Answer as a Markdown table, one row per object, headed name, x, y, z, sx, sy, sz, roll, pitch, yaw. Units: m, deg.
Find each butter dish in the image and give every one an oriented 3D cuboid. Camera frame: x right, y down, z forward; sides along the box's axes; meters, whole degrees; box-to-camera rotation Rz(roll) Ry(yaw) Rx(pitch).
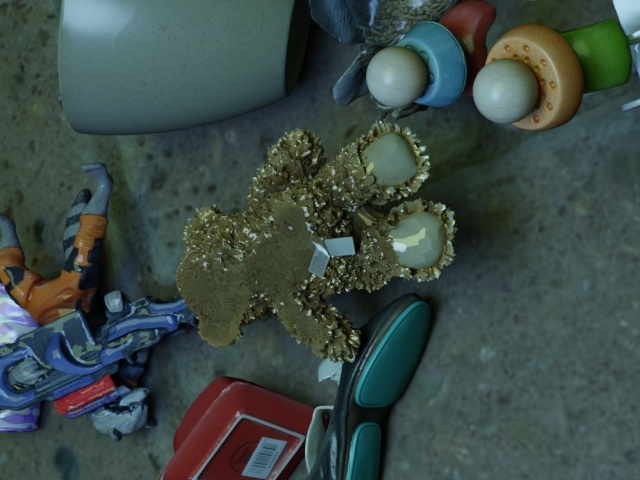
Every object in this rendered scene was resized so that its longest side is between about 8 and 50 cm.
| name | x | y | z | sx | sy | sz | roll | pitch | yaw |
| --- | --- | --- | --- | --- | --- | --- | --- | --- | --- |
| butter dish | -0.102 | 0.216 | 1.871 | 0.160 | 0.160 | 0.118 | -55 | 38 | 13 |

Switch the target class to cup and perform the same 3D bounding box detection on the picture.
| name | x | y | z | sx | sy | sz | roll | pitch | yaw |
| --- | --- | --- | --- | --- | --- | --- | --- | --- | --- |
| cup | -0.137 | -0.267 | 1.866 | 0.237 | 0.331 | 0.331 | 10 | 89 | 6 |

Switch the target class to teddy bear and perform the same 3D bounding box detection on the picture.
| name | x | y | z | sx | sy | sz | roll | pitch | yaw |
| --- | --- | --- | --- | --- | --- | --- | --- | --- | --- |
| teddy bear | 0.000 | 0.000 | 1.741 | 0.245 | 0.113 | 0.338 | 51 | 122 | 8 |

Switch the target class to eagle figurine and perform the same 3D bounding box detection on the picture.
| name | x | y | z | sx | sy | sz | roll | pitch | yaw |
| --- | --- | --- | --- | --- | --- | --- | --- | --- | --- |
| eagle figurine | 0.091 | -0.290 | 1.762 | 0.225 | 0.226 | 0.298 | -19 | 93 | -3 |

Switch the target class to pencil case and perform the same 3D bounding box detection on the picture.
| name | x | y | z | sx | sy | sz | roll | pitch | yaw |
| --- | --- | --- | --- | --- | --- | --- | --- | --- | --- |
| pencil case | -0.398 | 0.146 | 2.077 | 0.086 | 0.088 | 0.206 | -4 | 83 | 33 |

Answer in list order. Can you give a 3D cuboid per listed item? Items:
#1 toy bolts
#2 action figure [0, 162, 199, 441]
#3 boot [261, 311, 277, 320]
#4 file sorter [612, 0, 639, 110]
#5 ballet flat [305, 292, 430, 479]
| name | x | y | z | sx | sy | sz | roll | pitch | yaw |
| --- | --- | --- | --- | --- | --- | --- | --- | --- | --- |
| toy bolts | 0.146 | -0.202 | 1.558 | 0.228 | 0.158 | 0.218 | -9 | 101 | 50 |
| action figure | -0.257 | 0.078 | 1.980 | 0.341 | 0.178 | 0.330 | -17 | 83 | 15 |
| boot | -0.018 | 0.028 | 1.868 | 0.213 | 0.077 | 0.165 | 40 | 104 | 34 |
| file sorter | 0.348 | -0.280 | 1.586 | 0.193 | 0.173 | 0.277 | -19 | 91 | 29 |
| ballet flat | 0.035 | 0.181 | 1.808 | 0.096 | 0.095 | 0.280 | 21 | 95 | 37 |
